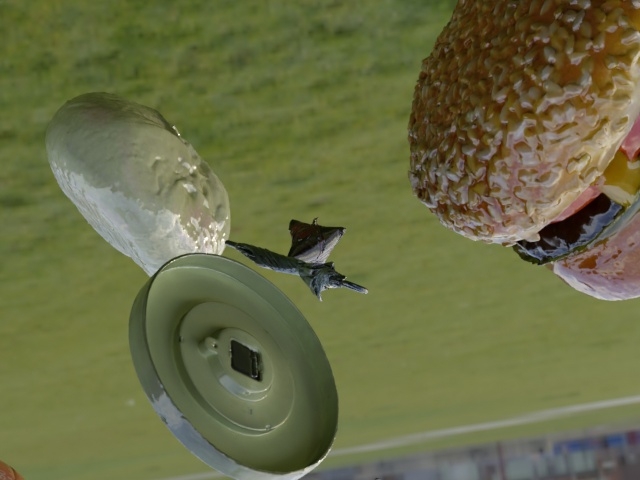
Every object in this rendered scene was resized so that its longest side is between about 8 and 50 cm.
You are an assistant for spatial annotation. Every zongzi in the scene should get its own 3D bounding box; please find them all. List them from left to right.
[{"bbox_3d":[0.000,0.000,1.712,0.073,0.067,0.083,-28,-172,13],"label":"zongzi"}]

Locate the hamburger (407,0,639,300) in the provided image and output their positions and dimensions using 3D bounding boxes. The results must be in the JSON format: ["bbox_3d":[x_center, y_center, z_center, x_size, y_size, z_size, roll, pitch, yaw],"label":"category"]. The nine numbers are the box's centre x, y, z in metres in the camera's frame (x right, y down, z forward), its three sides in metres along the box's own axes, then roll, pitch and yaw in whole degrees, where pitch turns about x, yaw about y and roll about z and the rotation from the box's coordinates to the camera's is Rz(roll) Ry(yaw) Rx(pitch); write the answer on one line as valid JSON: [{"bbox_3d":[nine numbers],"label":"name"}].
[{"bbox_3d":[0.234,-0.127,1.284,0.250,0.330,0.330,31,157,-16],"label":"hamburger"}]

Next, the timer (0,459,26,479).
[{"bbox_3d":[-0.499,0.401,2.002,0.229,0.230,0.215,-16,137,40],"label":"timer"}]

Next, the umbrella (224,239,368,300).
[{"bbox_3d":[-0.026,0.033,1.577,0.044,0.044,0.269,25,176,-34],"label":"umbrella"}]

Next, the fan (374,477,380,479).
[{"bbox_3d":[0.121,0.364,1.825,0.113,0.175,0.005,-36,-171,12],"label":"fan"}]

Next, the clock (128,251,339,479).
[{"bbox_3d":[-0.075,0.116,1.358,0.235,0.235,0.029,3,145,-48],"label":"clock"}]

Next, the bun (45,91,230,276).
[{"bbox_3d":[-0.294,-0.097,2.412,0.213,0.361,0.361,-45,176,-11],"label":"bun"}]
